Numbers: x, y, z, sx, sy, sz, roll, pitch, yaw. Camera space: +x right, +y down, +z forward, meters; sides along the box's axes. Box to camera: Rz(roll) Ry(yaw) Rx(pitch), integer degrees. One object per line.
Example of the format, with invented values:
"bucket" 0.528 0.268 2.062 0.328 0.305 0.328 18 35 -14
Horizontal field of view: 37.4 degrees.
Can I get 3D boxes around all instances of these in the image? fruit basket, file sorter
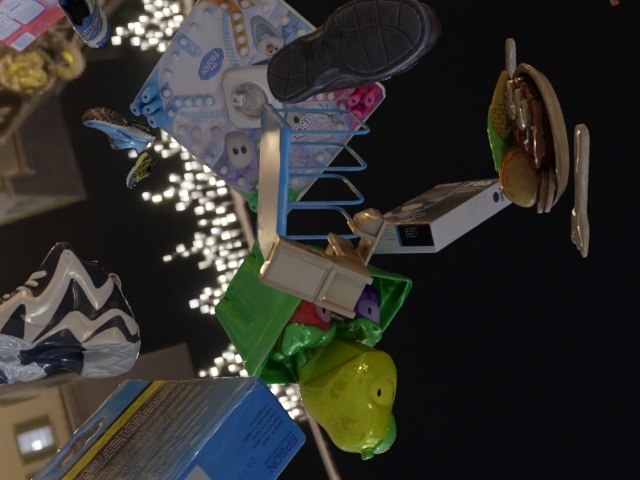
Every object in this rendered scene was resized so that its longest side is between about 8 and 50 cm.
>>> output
"fruit basket" 0.035 0.185 1.692 0.392 0.392 0.283 44 -73 43
"file sorter" -0.010 -0.058 1.070 0.118 0.105 0.170 -123 -145 -66

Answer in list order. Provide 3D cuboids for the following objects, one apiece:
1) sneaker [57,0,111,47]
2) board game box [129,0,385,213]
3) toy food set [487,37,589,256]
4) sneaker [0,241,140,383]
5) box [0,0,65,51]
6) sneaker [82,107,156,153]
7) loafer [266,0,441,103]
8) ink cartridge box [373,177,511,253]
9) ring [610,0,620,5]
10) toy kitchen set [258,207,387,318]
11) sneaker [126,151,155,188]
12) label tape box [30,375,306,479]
"sneaker" -0.317 -0.320 1.237 0.052 0.058 0.135 -30 -108 14
"board game box" -0.135 -0.269 1.826 0.390 0.050 0.390 40 -57 -2
"toy food set" 0.172 -0.082 0.795 0.192 0.039 0.132 -105 -175 -57
"sneaker" -0.323 0.070 1.047 0.094 0.235 0.153 106 -24 -44
"box" -0.530 -0.518 1.779 0.300 0.154 0.142 -36 -108 11
"sneaker" -0.421 -0.219 1.957 0.073 0.162 0.063 -55 -138 18
"loafer" 0.052 -0.259 1.287 0.303 0.095 0.109 -12 -91 46
"ink cartridge box" 0.248 -0.059 1.848 0.165 0.333 0.065 -3 -73 43
"ring" 0.355 -0.455 1.137 0.032 0.336 0.336 -4 -79 20
"toy kitchen set" 0.000 0.000 0.686 0.068 0.075 0.083 -64 -163 13
"sneaker" -0.365 -0.138 1.925 0.035 0.031 0.083 34 -73 9
"label tape box" -0.205 0.282 1.130 0.334 0.240 0.106 -12 -60 52
